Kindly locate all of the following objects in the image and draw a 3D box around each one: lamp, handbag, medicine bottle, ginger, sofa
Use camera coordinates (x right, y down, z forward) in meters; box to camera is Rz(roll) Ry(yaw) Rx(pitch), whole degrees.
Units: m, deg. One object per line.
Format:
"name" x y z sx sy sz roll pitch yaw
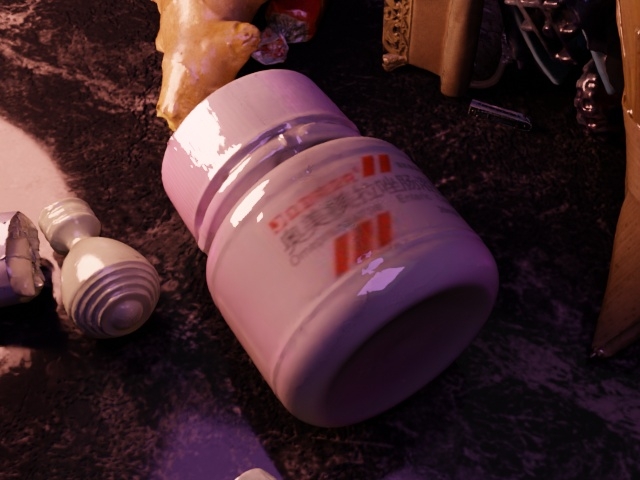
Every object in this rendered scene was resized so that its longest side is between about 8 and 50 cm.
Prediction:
"lamp" -0.252 0.028 1.099 0.106 0.106 0.193 -27 52 -16
"handbag" -0.390 0.029 1.104 0.173 0.095 0.117 -7 63 5
"medicine bottle" 0.000 0.000 1.019 0.256 0.256 0.325 -27 59 -16
"ginger" -0.115 -0.303 1.280 0.236 0.166 0.375 -16 67 7
"sofa" 0.196 -0.343 1.272 0.182 0.200 0.258 15 57 12

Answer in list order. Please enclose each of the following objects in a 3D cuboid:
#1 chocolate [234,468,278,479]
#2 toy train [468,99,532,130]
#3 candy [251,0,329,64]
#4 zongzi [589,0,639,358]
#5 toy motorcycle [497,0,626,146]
"chocolate" 0.024 0.324 0.908 0.291 0.110 0.110 39 65 24
"toy train" 0.233 -0.161 1.262 0.083 0.017 0.017 19 52 12
"candy" -0.025 -0.350 1.358 0.086 0.059 0.292 15 60 8
"zongzi" 0.330 -0.180 0.983 0.467 0.218 0.500 -43 106 -1
"toy motorcycle" 0.325 -0.309 1.153 0.232 0.416 0.172 -47 29 -9
